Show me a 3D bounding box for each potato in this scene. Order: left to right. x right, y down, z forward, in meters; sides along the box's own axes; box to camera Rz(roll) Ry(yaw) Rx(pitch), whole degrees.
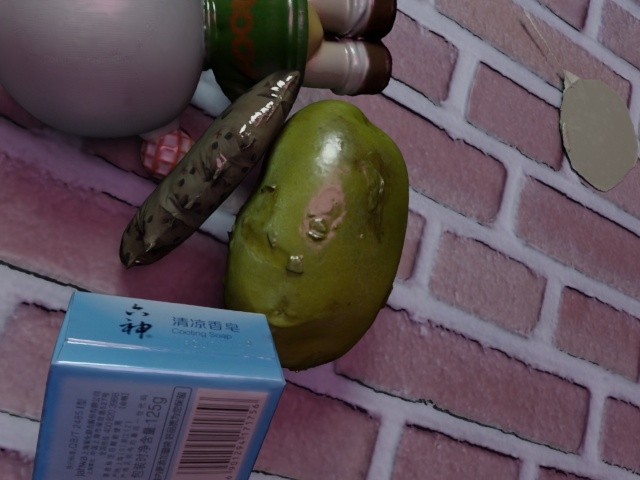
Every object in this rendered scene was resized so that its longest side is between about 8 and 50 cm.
[{"bbox_3d":[0.000,0.000,0.468,0.149,0.186,0.253,12,106,12],"label":"potato"}]

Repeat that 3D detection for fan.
[{"bbox_3d":[0.391,-0.221,0.773,0.182,0.010,0.310,-41,101,-24],"label":"fan"}]

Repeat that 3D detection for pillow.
[{"bbox_3d":[-0.100,-0.047,0.422,0.241,0.093,0.051,-43,113,17],"label":"pillow"}]

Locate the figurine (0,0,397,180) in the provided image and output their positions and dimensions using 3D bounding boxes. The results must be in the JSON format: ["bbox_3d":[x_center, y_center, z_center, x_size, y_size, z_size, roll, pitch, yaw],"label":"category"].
[{"bbox_3d":[-0.113,-0.183,0.439,0.371,0.167,0.281,-4,112,-19],"label":"figurine"}]

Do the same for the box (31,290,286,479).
[{"bbox_3d":[-0.132,0.160,0.381,0.143,0.083,0.232,10,116,-22],"label":"box"}]
